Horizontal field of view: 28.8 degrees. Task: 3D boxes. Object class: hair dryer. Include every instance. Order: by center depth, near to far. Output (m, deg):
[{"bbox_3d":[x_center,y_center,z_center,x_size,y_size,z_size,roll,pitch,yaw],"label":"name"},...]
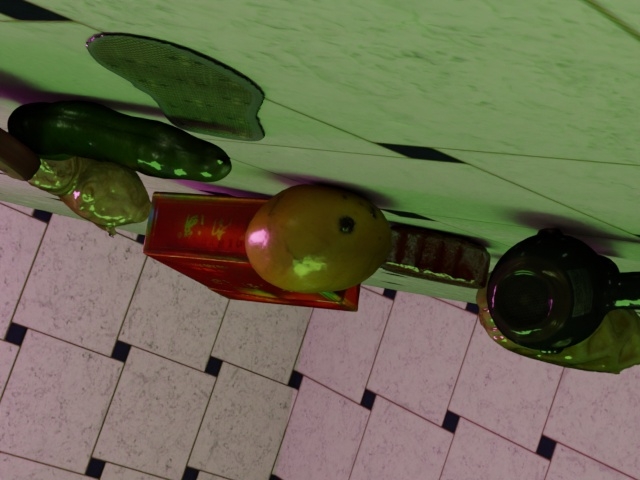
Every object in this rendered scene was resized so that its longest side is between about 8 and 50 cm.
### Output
[{"bbox_3d":[0.346,0.048,1.176,0.359,0.120,0.304,0,180,27],"label":"hair dryer"}]

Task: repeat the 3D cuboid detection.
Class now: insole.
[{"bbox_3d":[-0.087,-0.097,0.845,0.109,0.007,0.322,12,176,2],"label":"insole"}]

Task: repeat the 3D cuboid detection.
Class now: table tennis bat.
[{"bbox_3d":[-0.319,-0.101,1.033,0.200,0.038,0.310,28,172,-2],"label":"table tennis bat"}]

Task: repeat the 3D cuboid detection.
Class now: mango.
[{"bbox_3d":[0.000,0.000,1.290,0.147,0.109,0.227,-13,173,5],"label":"mango"}]

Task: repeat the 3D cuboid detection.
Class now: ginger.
[{"bbox_3d":[-0.255,-0.059,1.379,0.148,0.081,0.334,17,175,-5],"label":"ginger"}]

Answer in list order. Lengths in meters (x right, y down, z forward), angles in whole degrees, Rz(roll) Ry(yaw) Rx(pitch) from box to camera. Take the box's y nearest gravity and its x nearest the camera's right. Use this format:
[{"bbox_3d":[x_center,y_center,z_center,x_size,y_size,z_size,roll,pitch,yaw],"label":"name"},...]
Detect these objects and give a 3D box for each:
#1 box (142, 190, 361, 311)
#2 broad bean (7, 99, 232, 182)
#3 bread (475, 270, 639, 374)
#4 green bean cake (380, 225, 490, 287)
[{"bbox_3d":[-0.076,0.021,1.626,0.197,0.089,0.313,4,169,17],"label":"box"},{"bbox_3d":[-0.187,-0.085,1.049,0.144,0.049,0.292,12,179,-28],"label":"broad bean"},{"bbox_3d":[0.325,0.105,1.703,0.268,0.130,0.152,17,179,-41],"label":"bread"},{"bbox_3d":[0.140,0.020,1.532,0.135,0.056,0.136,10,176,11],"label":"green bean cake"}]
